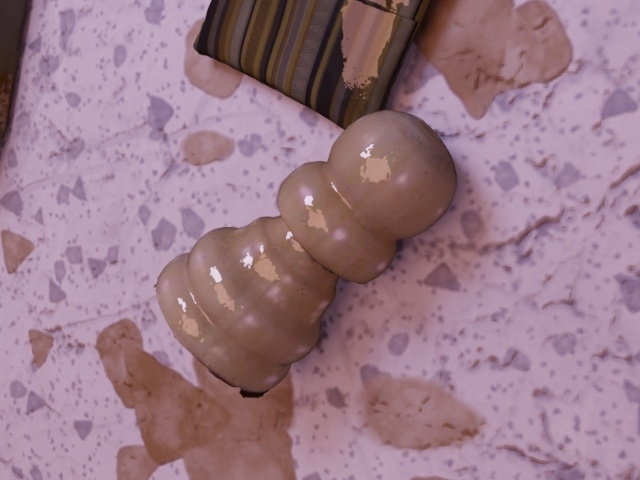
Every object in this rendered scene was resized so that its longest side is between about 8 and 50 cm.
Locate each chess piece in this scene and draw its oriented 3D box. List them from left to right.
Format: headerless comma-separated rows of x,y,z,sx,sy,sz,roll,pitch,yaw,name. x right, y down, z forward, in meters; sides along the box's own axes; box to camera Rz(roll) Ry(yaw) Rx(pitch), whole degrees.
0.000,0.000,0.710,0.261,0.143,0.142,-41,73,17,chess piece

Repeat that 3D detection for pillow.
-0.002,-0.221,0.733,0.212,0.052,0.208,31,111,26,pillow

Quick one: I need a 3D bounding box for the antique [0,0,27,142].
-0.405,-0.215,0.921,0.150,0.125,0.284,11,98,30,antique
